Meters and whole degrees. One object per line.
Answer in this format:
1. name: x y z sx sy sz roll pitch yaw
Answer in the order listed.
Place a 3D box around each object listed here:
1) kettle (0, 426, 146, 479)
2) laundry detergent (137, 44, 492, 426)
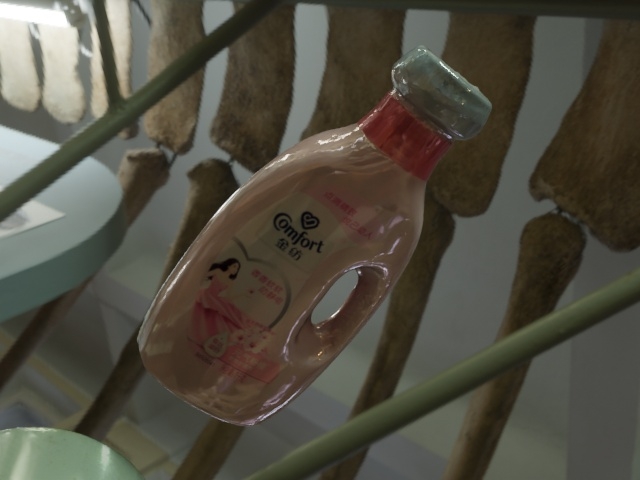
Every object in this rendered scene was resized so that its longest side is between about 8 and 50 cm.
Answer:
1. kettle: -0.179 0.205 0.381 0.221 0.161 0.236 50 5 -21
2. laundry detergent: 0.000 0.000 0.627 0.159 0.088 0.335 34 -73 -22
